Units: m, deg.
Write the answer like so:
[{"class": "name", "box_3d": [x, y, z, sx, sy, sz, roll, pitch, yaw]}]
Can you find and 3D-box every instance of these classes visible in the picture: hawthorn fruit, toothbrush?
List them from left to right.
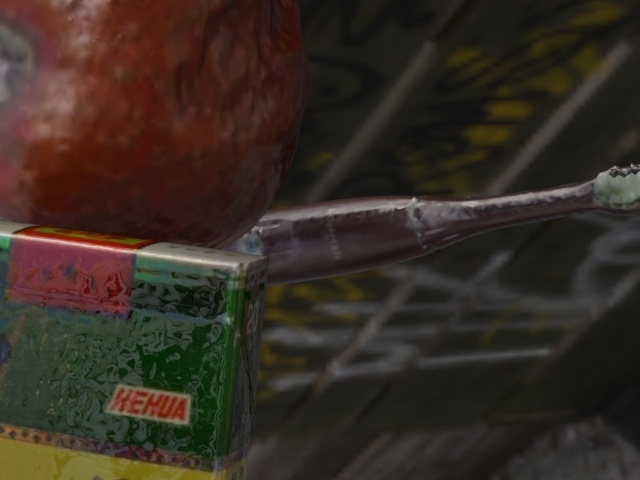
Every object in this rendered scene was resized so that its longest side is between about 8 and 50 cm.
[{"class": "hawthorn fruit", "box_3d": [-0.103, -0.112, 0.770, 0.207, 0.207, 0.243, 35, 120, 59]}, {"class": "toothbrush", "box_3d": [0.000, 0.000, 0.936, 0.364, 0.041, 0.041, -8, 83, 23]}]

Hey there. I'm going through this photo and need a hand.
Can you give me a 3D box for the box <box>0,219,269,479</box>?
[{"class": "box", "box_3d": [-0.093, 0.113, 0.638, 0.034, 0.132, 0.235, -17, -67, -72]}]
